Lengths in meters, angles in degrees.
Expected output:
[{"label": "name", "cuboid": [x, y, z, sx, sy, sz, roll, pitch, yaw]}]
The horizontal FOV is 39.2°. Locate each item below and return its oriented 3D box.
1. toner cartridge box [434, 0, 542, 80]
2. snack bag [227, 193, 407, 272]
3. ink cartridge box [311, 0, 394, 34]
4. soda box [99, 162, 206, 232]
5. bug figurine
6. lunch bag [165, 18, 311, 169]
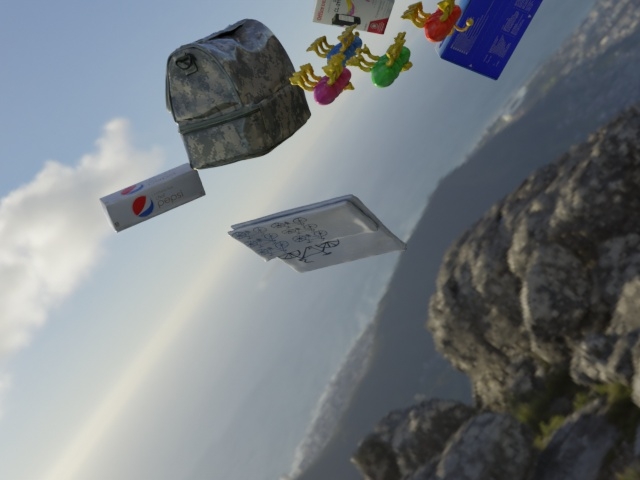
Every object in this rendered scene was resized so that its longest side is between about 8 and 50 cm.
[{"label": "toner cartridge box", "cuboid": [0.426, -0.568, 2.127, 0.075, 0.165, 0.347, -100, 33, -57]}, {"label": "snack bag", "cuboid": [0.000, 0.000, 2.146, 0.323, 0.342, 0.037, -14, 64, 23]}, {"label": "ink cartridge box", "cuboid": [0.074, -0.549, 2.054, 0.127, 0.175, 0.072, 108, 169, -64]}, {"label": "soda box", "cuboid": [-0.367, -0.096, 1.967, 0.216, 0.069, 0.074, -25, 25, -17]}, {"label": "bug figurine", "cuboid": [0.083, -0.280, 1.343, 0.279, 0.072, 0.216, -7, 34, 43]}, {"label": "lunch bag", "cuboid": [-0.178, -0.316, 1.882, 0.213, 0.256, 0.305, -9, 19, 27]}]
